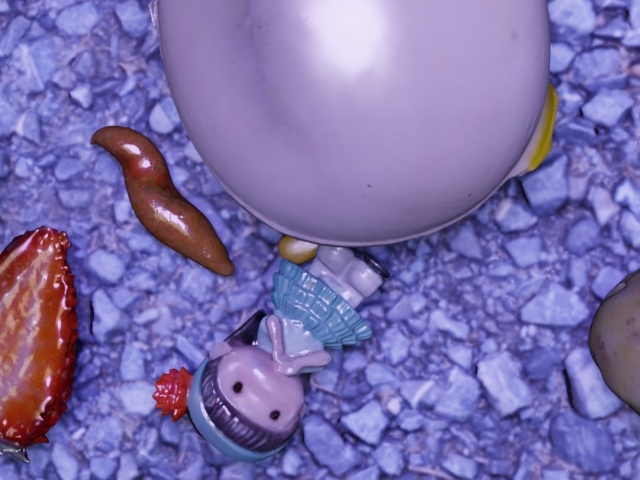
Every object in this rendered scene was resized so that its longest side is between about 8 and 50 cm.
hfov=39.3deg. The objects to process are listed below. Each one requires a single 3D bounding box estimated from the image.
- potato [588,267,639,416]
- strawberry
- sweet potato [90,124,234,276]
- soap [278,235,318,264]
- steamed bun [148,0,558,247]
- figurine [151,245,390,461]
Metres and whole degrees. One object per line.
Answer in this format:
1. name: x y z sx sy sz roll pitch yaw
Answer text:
1. potato: 0.383 0.106 0.823 0.262 0.165 0.165 12 92 9
2. strawberry: -0.323 0.093 0.909 0.174 0.098 0.228 9 89 4
3. sweet potato: -0.161 -0.038 0.911 0.055 0.058 0.202 -38 89 25
4. soap: 0.000 0.000 0.920 0.089 0.012 0.034 -17 90 5
5. steamed bun: 0.027 -0.181 0.766 0.333 0.334 0.374 -11 90 5
6. figurine: -0.043 0.100 0.883 0.138 0.110 0.246 38 89 5
